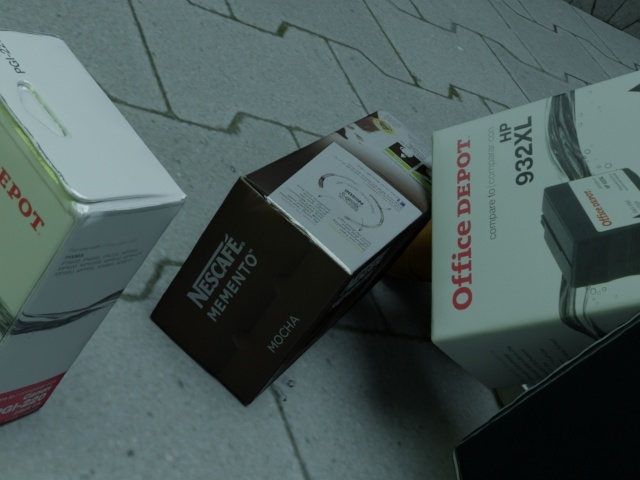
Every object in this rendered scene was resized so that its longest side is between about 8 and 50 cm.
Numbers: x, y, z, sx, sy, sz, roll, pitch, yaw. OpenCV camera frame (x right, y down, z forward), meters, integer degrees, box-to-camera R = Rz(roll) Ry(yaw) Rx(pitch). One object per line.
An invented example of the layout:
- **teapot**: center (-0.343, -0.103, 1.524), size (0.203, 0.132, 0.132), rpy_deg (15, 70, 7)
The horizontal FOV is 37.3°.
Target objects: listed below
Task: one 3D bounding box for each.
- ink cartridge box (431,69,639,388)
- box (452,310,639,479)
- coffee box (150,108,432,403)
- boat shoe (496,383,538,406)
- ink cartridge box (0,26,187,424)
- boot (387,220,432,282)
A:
- **ink cartridge box**: center (0.255, -0.015, 0.810), size (0.129, 0.307, 0.223), rpy_deg (39, 46, -46)
- **box**: center (0.391, 0.341, 0.659), size (0.471, 0.297, 0.480), rpy_deg (23, 41, -28)
- **coffee box**: center (0.000, 0.000, 0.876), size (0.119, 0.168, 0.297), rpy_deg (42, 30, 7)
- **boat shoe**: center (0.223, 0.185, 0.988), size (0.038, 0.046, 0.125), rpy_deg (16, 28, -26)
- **ink cartridge box**: center (-0.206, -0.004, 0.608), size (0.158, 0.218, 0.092), rpy_deg (50, 32, 19)
- **boot**: center (0.158, -0.025, 1.035), size (0.104, 0.211, 0.295), rpy_deg (-8, 53, -52)
